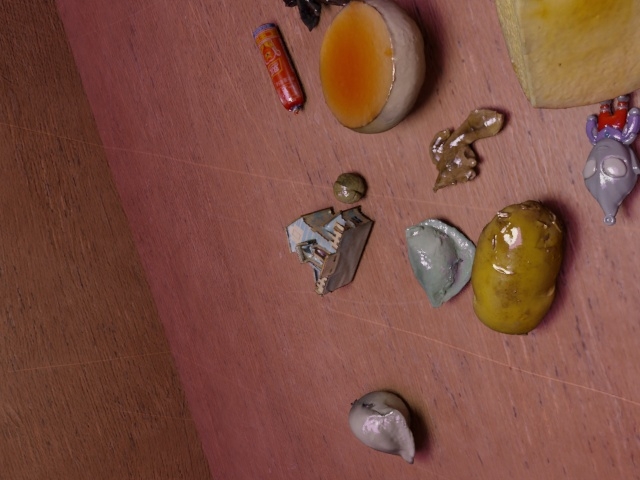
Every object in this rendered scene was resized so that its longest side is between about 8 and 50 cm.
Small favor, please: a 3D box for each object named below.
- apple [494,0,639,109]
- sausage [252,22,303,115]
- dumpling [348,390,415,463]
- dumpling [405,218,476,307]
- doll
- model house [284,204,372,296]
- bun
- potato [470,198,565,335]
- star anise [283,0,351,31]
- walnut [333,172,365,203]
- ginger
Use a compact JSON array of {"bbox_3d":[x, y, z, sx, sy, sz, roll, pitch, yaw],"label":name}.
[{"bbox_3d":[0.441,-0.385,0.748,0.309,0.252,0.314,-17,88,16],"label":"apple"},{"bbox_3d":[-0.114,-0.489,1.424,0.074,0.074,0.274,-25,86,48],"label":"sausage"},{"bbox_3d":[0.192,0.545,1.437,0.175,0.243,0.227,-39,93,7],"label":"dumpling"},{"bbox_3d":[0.283,0.054,1.172,0.149,0.105,0.216,-8,97,48],"label":"dumpling"},{"bbox_3d":[0.520,-0.140,0.877,0.102,0.075,0.227,12,103,62],"label":"doll"},{"bbox_3d":[0.000,0.000,1.409,0.206,0.178,0.271,41,134,31],"label":"model house"},{"bbox_3d":[0.133,-0.400,1.124,0.299,0.165,0.298,27,124,48],"label":"bun"},{"bbox_3d":[0.402,0.056,1.021,0.173,0.140,0.300,20,124,33],"label":"potato"},{"bbox_3d":[-0.034,-0.665,1.219,0.212,0.129,0.282,48,168,38],"label":"star anise"},{"bbox_3d":[0.077,-0.141,1.340,0.092,0.092,0.092,19,117,42],"label":"walnut"},{"bbox_3d":[0.320,-0.199,1.080,0.214,0.059,0.133,-27,76,47],"label":"ginger"}]
